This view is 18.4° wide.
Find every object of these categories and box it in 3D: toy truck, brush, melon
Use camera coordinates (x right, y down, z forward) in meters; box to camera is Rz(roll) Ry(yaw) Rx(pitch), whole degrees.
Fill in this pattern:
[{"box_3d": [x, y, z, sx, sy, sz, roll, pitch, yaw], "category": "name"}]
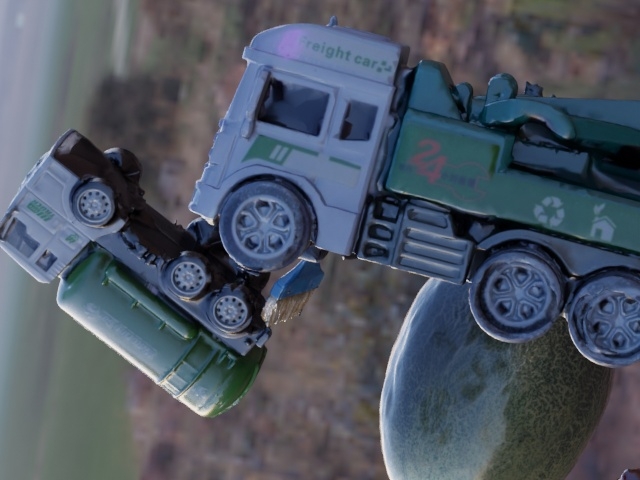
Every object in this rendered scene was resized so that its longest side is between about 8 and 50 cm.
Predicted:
[{"box_3d": [-0.139, 0.029, 1.549, 0.125, 0.242, 0.101, -47, 8, 19], "category": "toy truck"}, {"box_3d": [0.000, 0.000, 1.470, 0.014, 0.051, 0.164, 43, 124, 21], "category": "brush"}, {"box_3d": [0.193, 0.163, 2.188, 0.248, 0.249, 0.329, -172, 104, -79], "category": "melon"}, {"box_3d": [0.106, -0.034, 1.267, 0.176, 0.363, 0.178, -37, -42, -82], "category": "toy truck"}]

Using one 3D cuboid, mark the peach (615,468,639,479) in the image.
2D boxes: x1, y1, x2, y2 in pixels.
[{"box_3d": [0.301, 0.281, 1.627, 0.154, 0.267, 0.159, -22, 24, 49], "category": "peach"}]
